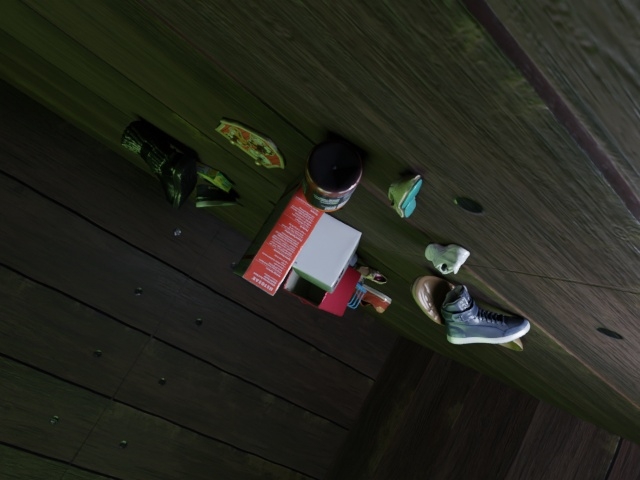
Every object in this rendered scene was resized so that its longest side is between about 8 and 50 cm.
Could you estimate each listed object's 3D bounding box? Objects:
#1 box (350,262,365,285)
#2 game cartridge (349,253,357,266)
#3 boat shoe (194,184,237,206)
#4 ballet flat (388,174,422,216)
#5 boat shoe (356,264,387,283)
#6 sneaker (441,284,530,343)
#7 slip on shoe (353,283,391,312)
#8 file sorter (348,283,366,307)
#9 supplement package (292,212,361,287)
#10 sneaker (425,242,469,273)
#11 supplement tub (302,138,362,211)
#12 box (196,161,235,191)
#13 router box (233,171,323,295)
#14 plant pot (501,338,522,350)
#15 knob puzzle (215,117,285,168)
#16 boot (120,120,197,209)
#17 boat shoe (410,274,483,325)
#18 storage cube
[{"bbox_3d":[0.104,0.120,1.925,0.182,0.056,0.231,27,169,19],"label":"box"},{"bbox_3d":[0.000,0.000,1.645,0.294,0.060,0.196,35,173,-27],"label":"game cartridge"},{"bbox_3d":[-0.433,-0.191,1.819,0.114,0.091,0.302,-4,-175,6],"label":"boat shoe"},{"bbox_3d":[0.146,-0.083,0.780,0.052,0.057,0.168,38,172,15],"label":"ballet flat"},{"bbox_3d":[0.209,0.135,1.724,0.135,0.050,0.045,23,170,-19],"label":"boat shoe"},{"bbox_3d":[0.452,0.201,1.199,0.226,0.086,0.164,-11,109,21],"label":"sneaker"},{"bbox_3d":[0.231,0.294,2.301,0.331,0.101,0.123,22,169,48],"label":"slip on shoe"},{"bbox_3d":[0.114,0.228,1.960,0.118,0.105,0.170,24,169,31],"label":"file sorter"},{"bbox_3d":[0.020,0.044,1.378,0.149,0.194,0.203,28,171,8],"label":"supplement package"},{"bbox_3d":[0.279,0.043,0.996,0.053,0.061,0.152,30,172,-11],"label":"sneaker"},{"bbox_3d":[0.016,-0.116,0.843,0.106,0.106,0.198,31,170,-1],"label":"supplement tub"},{"bbox_3d":[-0.422,-0.248,1.683,0.179,0.043,0.105,23,169,29],"label":"box"},{"bbox_3d":[-0.102,-0.020,1.108,0.082,0.301,0.335,33,171,-11],"label":"router box"},{"bbox_3d":[0.593,0.312,1.504,0.236,0.033,0.236,30,171,5],"label":"plant pot"},{"bbox_3d":[-0.167,-0.228,1.052,0.213,0.030,0.213,30,170,6],"label":"knob puzzle"},{"bbox_3d":[-0.609,-0.281,1.639,0.260,0.131,0.348,32,147,-2],"label":"boot"},{"bbox_3d":[0.380,0.202,1.343,0.341,0.124,0.123,29,171,-31],"label":"boat shoe"},{"bbox_3d":[0.012,0.153,1.634,0.183,0.215,0.193,23,174,34],"label":"storage cube"}]
